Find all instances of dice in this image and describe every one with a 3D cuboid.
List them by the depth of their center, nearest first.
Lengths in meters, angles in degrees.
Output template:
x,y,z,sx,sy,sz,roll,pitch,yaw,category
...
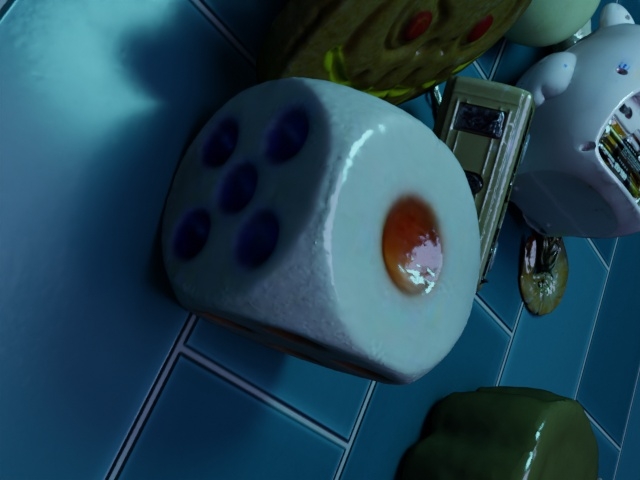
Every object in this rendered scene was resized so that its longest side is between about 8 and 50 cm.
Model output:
x,y,z,sx,sy,sz,roll,pitch,yaw,category
0.000,0.000,0.705,0.259,0.251,0.243,29,73,-42,dice

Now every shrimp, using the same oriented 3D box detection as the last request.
x,y,z,sx,sy,sz,roll,pitch,yaw,category
0.430,0.036,1.295,0.133,0.053,0.236,-14,106,-24,shrimp

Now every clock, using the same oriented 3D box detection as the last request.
x,y,z,sx,sy,sz,roll,pitch,yaw,category
0.510,-0.201,1.155,0.368,0.250,0.376,42,73,-23,clock

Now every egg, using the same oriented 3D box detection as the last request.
x,y,z,sx,sy,sz,roll,pitch,yaw,category
0.378,-0.432,1.113,0.253,0.189,0.188,-50,125,-41,egg

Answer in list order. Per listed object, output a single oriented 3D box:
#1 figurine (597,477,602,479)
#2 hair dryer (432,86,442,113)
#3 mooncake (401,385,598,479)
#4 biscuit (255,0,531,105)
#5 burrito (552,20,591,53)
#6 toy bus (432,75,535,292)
x,y,z,sx,sy,sz,roll,pitch,yaw,category
0.545,0.553,1.370,0.125,0.125,0.138,33,56,-41,figurine
0.230,-0.158,1.087,0.167,0.067,0.199,4,74,-54,hair dryer
0.292,0.417,1.066,0.378,0.201,0.378,-8,101,-48,mooncake
0.112,-0.245,0.758,0.394,0.350,0.070,-21,77,-39,biscuit
0.501,-0.385,1.322,0.117,0.076,0.392,-18,107,-50,burrito
0.200,-0.073,0.921,0.157,0.139,0.289,-4,111,-74,toy bus
